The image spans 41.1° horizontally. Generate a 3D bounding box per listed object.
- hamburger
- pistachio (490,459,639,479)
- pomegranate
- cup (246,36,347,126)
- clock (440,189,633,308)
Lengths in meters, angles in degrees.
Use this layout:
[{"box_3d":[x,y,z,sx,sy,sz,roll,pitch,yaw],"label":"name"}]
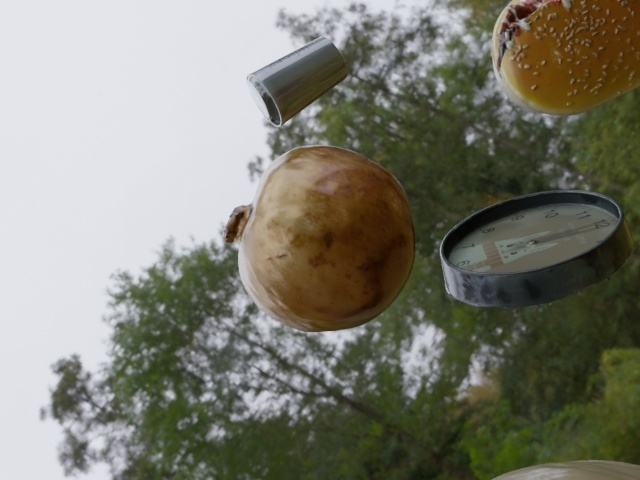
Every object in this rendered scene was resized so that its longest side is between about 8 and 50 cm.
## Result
[{"box_3d":[0.424,-0.329,1.398,0.295,0.227,0.151,-27,-6,-7],"label":"hamburger"},{"box_3d":[0.322,0.447,1.097,0.281,0.445,0.365,49,-139,-23],"label":"pistachio"},{"box_3d":[0.000,0.000,1.030,0.248,0.248,0.248,-48,-24,-30],"label":"pomegranate"},{"box_3d":[-0.038,-0.205,1.075,0.116,0.104,0.074,-35,-54,-15],"label":"cup"},{"box_3d":[0.426,0.008,1.723,0.386,0.386,0.076,-40,-61,-42],"label":"clock"}]
